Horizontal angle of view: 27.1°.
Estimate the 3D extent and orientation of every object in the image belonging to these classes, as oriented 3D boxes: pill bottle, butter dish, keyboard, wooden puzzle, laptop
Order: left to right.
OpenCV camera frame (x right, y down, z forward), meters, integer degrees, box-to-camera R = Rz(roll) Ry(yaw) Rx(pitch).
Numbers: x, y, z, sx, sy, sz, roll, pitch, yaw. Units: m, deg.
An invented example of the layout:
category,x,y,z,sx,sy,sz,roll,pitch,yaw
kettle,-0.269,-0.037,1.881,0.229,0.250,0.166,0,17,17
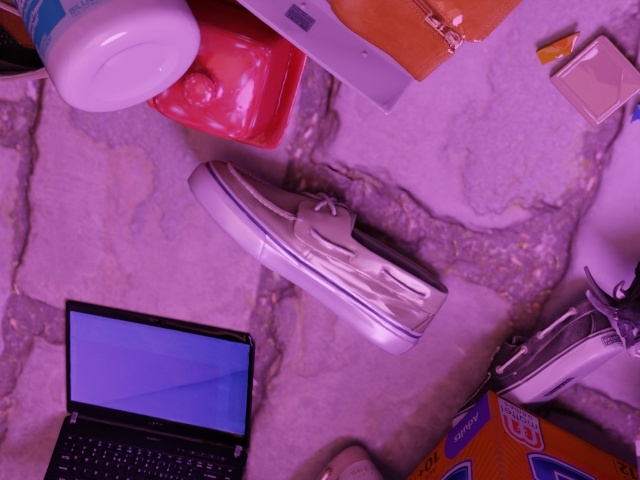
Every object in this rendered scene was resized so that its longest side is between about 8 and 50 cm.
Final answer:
category,x,y,z,sx,sy,sz,roll,pitch,yaw
pill bottle,-0.229,-0.263,1.262,0.146,0.146,0.264,-39,68,26
laptop,-0.210,0.233,1.525,0.234,0.264,0.136,10,152,11
butter dish,-0.106,-0.166,1.328,0.160,0.118,0.160,20,118,5
keyboard,-0.015,-0.226,1.310,0.256,0.014,0.072,37,73,-4
wooden puzzle,0.270,-0.157,1.293,0.078,0.014,0.116,-33,102,29

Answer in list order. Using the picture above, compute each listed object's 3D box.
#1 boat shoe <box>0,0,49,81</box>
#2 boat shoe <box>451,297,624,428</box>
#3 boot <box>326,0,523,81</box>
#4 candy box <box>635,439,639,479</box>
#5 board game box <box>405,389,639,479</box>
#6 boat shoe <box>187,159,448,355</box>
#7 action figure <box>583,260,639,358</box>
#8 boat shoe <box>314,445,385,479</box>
category,x,y,z,sx,sy,sz,roll,pitch,yaw
boat shoe,-0.366,-0.225,1.377,0.302,0.103,0.113,3,114,14
boat shoe,0.221,0.137,1.412,0.219,0.077,0.070,-38,66,29
boot,0.118,-0.302,1.228,0.211,0.104,0.295,37,123,-10
candy box,0.435,0.229,1.305,0.196,0.070,0.164,17,154,-38
board game box,0.223,0.449,1.343,0.356,0.356,0.356,28,119,-16
boat shoe,0.000,0.000,1.398,0.302,0.109,0.094,37,102,-13
action figure,0.390,0.098,1.298,0.275,0.164,0.141,7,111,6
boat shoe,-0.019,0.366,1.565,0.109,0.098,0.302,10,127,-40
